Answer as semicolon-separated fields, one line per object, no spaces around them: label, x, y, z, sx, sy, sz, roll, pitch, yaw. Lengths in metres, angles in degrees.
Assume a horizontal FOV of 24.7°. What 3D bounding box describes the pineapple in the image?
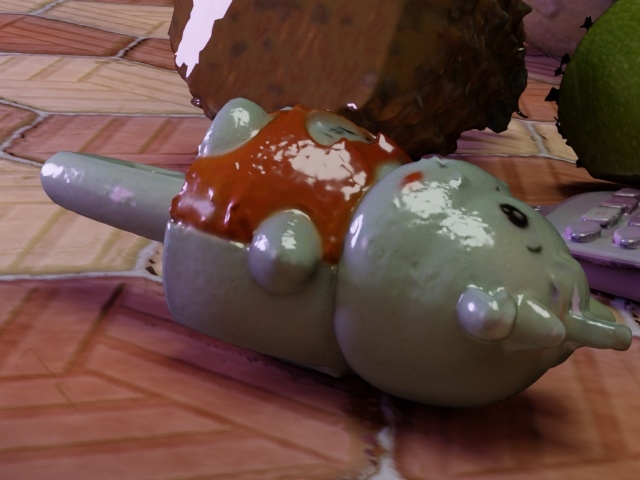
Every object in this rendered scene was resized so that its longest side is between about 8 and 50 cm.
pineapple;0.060;-0.129;0.931;0.202;0.202;0.362;15;4;27

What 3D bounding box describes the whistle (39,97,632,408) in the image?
whistle;0.000;0.002;0.562;0.253;0.106;0.102;15;-24;28

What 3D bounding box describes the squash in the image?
squash;0.268;-0.035;0.840;0.189;0.189;0.260;0;40;-26

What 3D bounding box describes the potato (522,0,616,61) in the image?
potato;0.287;-0.216;1.498;0.189;0.211;0.264;-52;15;-32

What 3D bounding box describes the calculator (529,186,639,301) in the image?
calculator;0.243;0.014;0.742;0.294;0.043;0.194;10;16;23
